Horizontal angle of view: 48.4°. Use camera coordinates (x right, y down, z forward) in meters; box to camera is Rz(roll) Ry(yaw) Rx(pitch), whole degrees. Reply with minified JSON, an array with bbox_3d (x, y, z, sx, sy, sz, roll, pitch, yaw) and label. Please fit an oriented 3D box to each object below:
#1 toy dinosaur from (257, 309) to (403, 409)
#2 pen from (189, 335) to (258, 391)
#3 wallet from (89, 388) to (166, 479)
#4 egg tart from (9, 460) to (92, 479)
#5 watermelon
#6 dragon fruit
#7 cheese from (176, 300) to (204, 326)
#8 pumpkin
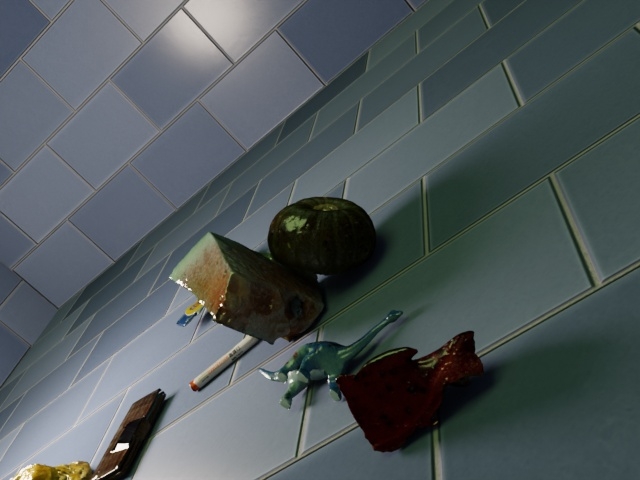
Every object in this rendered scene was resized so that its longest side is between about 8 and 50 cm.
[{"bbox_3d":[-0.014,0.207,1.170,0.329,0.076,0.144,-29,16,32],"label":"toy dinosaur"},{"bbox_3d":[-0.197,0.254,1.532,0.218,0.026,0.026,-39,19,12],"label":"pen"},{"bbox_3d":[-0.429,0.439,1.591,0.124,0.042,0.230,-35,18,32],"label":"wallet"},{"bbox_3d":[-0.648,0.605,1.557,0.341,0.129,0.341,-38,20,17],"label":"egg tart"},{"bbox_3d":[-0.126,0.094,1.417,0.302,0.264,0.151,23,87,60],"label":"watermelon"},{"bbox_3d":[0.118,0.167,0.917,0.192,0.122,0.092,-40,3,21],"label":"dragon fruit"},{"bbox_3d":[-0.288,0.129,1.926,0.270,0.069,0.177,-51,19,-21],"label":"cheese"},{"bbox_3d":[0.000,0.000,1.441,0.219,0.162,0.219,-2,20,1],"label":"pumpkin"}]
